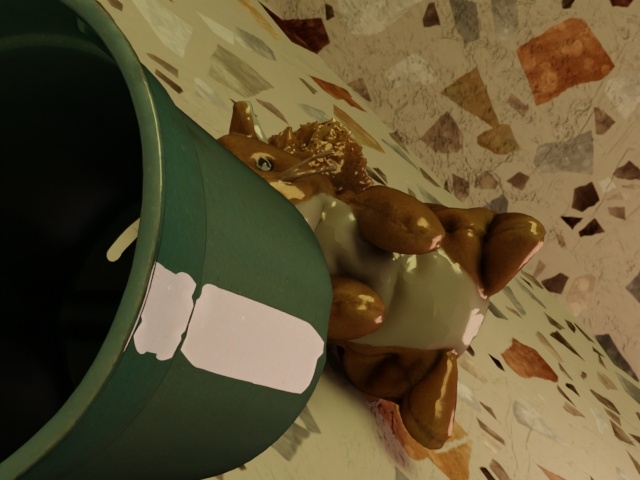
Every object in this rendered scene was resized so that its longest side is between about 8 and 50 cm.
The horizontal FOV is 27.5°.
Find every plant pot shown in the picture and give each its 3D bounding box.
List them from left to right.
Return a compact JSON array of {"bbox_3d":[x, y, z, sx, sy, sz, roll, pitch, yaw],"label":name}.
[{"bbox_3d":[-0.169,0.028,0.898,0.341,0.341,0.334,51,11,27],"label":"plant pot"}]

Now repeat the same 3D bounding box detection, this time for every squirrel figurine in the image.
[{"bbox_3d":[0.000,0.000,1.530,0.370,0.281,0.397,25,7,-18],"label":"squirrel figurine"}]
